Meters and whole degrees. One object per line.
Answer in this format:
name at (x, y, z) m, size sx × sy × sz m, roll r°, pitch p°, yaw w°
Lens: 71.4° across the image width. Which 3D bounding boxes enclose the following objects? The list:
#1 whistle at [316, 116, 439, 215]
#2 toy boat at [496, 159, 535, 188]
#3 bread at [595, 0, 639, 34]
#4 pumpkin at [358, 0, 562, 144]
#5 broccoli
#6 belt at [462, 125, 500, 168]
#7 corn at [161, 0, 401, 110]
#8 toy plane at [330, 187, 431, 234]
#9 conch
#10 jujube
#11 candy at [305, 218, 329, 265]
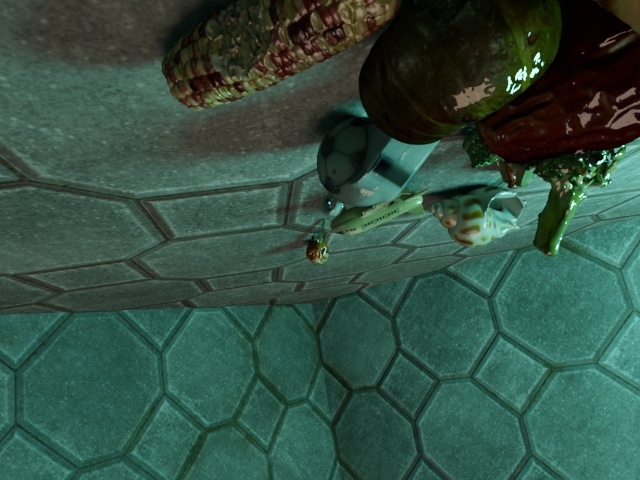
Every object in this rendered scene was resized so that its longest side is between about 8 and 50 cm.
whistle at (0.089, -0.158, 0.742) m, size 0.163 × 0.163 × 0.290 m, roll 10°, pitch 120°, yaw -55°
toy boat at (0.465, -0.169, 1.062) m, size 0.089 × 0.071 × 0.185 m, roll -59°, pitch 150°, yaw 11°
bread at (0.354, -0.335, 0.380) m, size 0.264 × 0.163 × 0.167 m, roll -46°, pitch 162°, yaw -1°
pumpkin at (0.136, -0.205, 0.475) m, size 0.218 × 0.162 × 0.219 m, roll -32°, pitch -168°, yaw 8°
broccoli at (0.537, -0.118, 0.968) m, size 0.198 × 0.275 × 0.177 m, roll -29°, pitch -145°, yaw -27°
belt at (0.337, -0.199, 0.852) m, size 0.121 × 0.079 × 0.151 m, roll -22°, pitch 176°, yaw 6°
corn at (-0.056, -0.214, 0.461) m, size 0.289 × 0.098 × 0.098 m, roll -15°, pitch 166°, yaw 26°
toy plane at (0.147, -0.077, 1.127) m, size 0.255 × 0.104 × 0.242 m, roll -9°, pitch 169°, yaw -3°
conch at (0.436, -0.071, 1.263) m, size 0.274 × 0.183 × 0.148 m, roll 2°, pitch -164°, yaw -34°
jujube at (0.346, -0.206, 0.582) m, size 0.197 × 0.198 × 0.290 m, roll 1°, pitch 163°, yaw -37°
candy at (-0.001, 0.001, 1.425) m, size 0.077 × 0.084 × 0.288 m, roll -4°, pitch 158°, yaw -8°
